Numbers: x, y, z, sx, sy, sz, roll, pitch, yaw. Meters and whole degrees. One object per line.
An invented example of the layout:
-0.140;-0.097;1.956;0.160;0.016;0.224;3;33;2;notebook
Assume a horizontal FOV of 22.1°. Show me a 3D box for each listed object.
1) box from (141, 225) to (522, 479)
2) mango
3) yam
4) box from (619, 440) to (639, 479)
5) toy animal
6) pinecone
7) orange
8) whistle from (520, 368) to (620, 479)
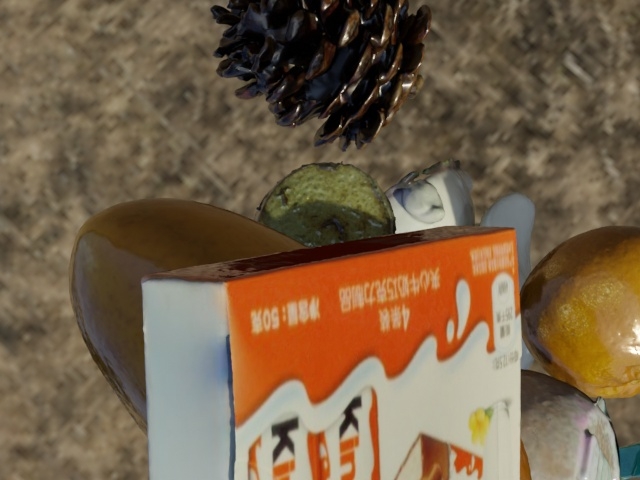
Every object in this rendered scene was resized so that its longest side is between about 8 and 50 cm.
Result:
0.019;0.133;0.734;0.048;0.273;0.265;1;96;30;box
-0.009;0.095;0.990;0.199;0.201;0.350;-18;128;42;mango
0.000;0.000;1.573;0.154;0.154;0.254;40;173;4;yam
0.434;0.202;1.708;0.226;0.161;0.042;-32;71;62;box
0.154;0.036;1.934;0.289;0.249;0.174;40;172;4;toy animal
0.007;-0.228;1.917;0.272;0.224;0.224;27;157;-25;pinecone
0.248;0.064;1.394;0.159;0.159;0.136;104;151;-57;orange
0.175;0.227;1.348;0.189;0.189;0.348;15;155;39;whistle
